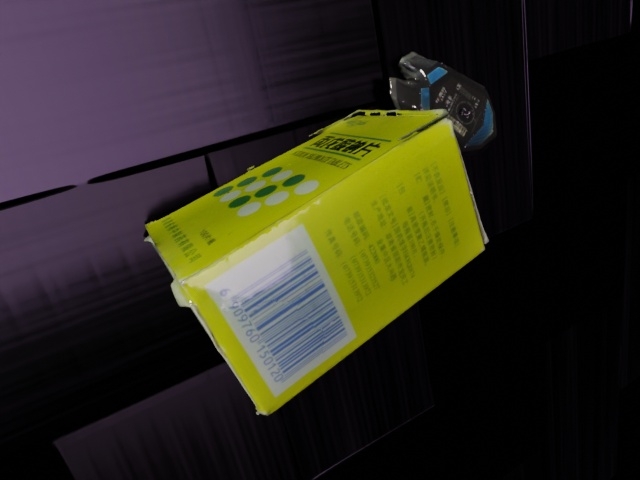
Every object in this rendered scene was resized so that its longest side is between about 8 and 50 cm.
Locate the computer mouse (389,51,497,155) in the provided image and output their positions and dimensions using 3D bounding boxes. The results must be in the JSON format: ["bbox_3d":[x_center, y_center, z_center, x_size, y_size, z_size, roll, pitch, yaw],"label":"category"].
[{"bbox_3d":[0.123,-0.136,0.480,0.135,0.047,0.079,30,76,-19],"label":"computer mouse"}]

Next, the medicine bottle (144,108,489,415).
[{"bbox_3d":[0.000,0.000,0.399,0.250,0.137,0.141,-32,115,-17],"label":"medicine bottle"}]
